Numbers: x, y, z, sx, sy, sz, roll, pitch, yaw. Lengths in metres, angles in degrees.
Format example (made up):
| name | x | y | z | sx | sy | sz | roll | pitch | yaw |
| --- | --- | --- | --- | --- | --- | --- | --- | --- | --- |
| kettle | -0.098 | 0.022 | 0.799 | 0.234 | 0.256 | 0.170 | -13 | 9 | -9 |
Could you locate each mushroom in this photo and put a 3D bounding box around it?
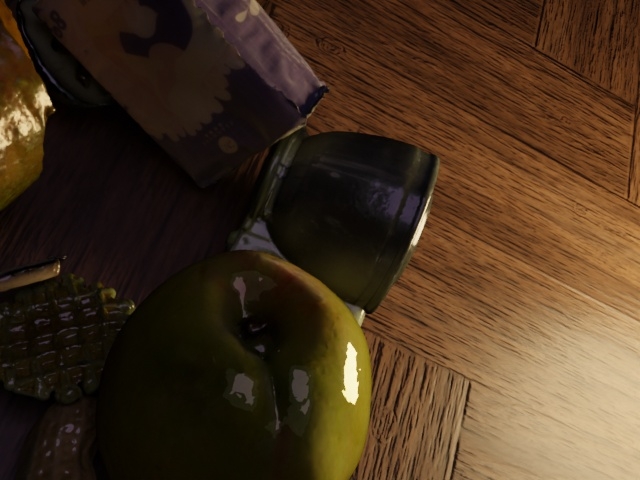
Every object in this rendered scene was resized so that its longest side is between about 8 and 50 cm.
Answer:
| name | x | y | z | sx | sy | sz | roll | pitch | yaw |
| --- | --- | --- | --- | --- | --- | --- | --- | --- | --- |
| mushroom | -0.392 | 0.054 | 0.996 | 0.187 | 0.060 | 0.061 | -13 | 115 | -28 |

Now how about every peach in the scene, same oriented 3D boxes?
| name | x | y | z | sx | sy | sz | roll | pitch | yaw |
| --- | --- | --- | --- | --- | --- | --- | --- | --- | --- |
| peach | -0.099 | 0.180 | 0.917 | 0.281 | 0.316 | 0.314 | 14 | 53 | -18 |

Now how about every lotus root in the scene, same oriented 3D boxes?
| name | x | y | z | sx | sy | sz | roll | pitch | yaw |
| --- | --- | --- | --- | --- | --- | --- | --- | --- | --- |
| lotus root | -0.345 | -0.267 | 1.184 | 0.183 | 0.078 | 0.204 | -6 | 74 | -43 |

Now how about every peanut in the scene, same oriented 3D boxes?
| name | x | y | z | sx | sy | sz | roll | pitch | yaw |
| --- | --- | --- | --- | --- | --- | --- | --- | --- | --- |
| peanut | -0.289 | 0.254 | 0.922 | 0.083 | 0.093 | 0.194 | 39 | 50 | -40 |

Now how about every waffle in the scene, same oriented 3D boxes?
| name | x | y | z | sx | sy | sz | roll | pitch | yaw |
| --- | --- | --- | --- | --- | --- | --- | --- | --- | --- |
| waffle | -0.311 | 0.110 | 0.987 | 0.169 | 0.036 | 0.183 | 19 | 42 | 10 |

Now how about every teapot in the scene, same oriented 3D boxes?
| name | x | y | z | sx | sy | sz | roll | pitch | yaw |
| --- | --- | --- | --- | --- | --- | --- | --- | --- | --- |
| teapot | 0.004 | -0.010 | 1.168 | 0.239 | 0.322 | 0.239 | 23 | 18 | 0 |

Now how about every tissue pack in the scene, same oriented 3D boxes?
| name | x | y | z | sx | sy | sz | roll | pitch | yaw |
| --- | --- | --- | --- | --- | --- | --- | --- | --- | --- |
| tissue pack | -0.185 | -0.255 | 1.094 | 0.344 | 0.242 | 0.125 | 47 | 47 | -18 |

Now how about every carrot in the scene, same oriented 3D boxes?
| name | x | y | z | sx | sy | sz | roll | pitch | yaw |
| --- | --- | --- | --- | --- | --- | --- | --- | --- | --- |
| carrot | -0.450 | -0.125 | 0.958 | 0.241 | 0.241 | 0.341 | 41 | 57 | -1 |
